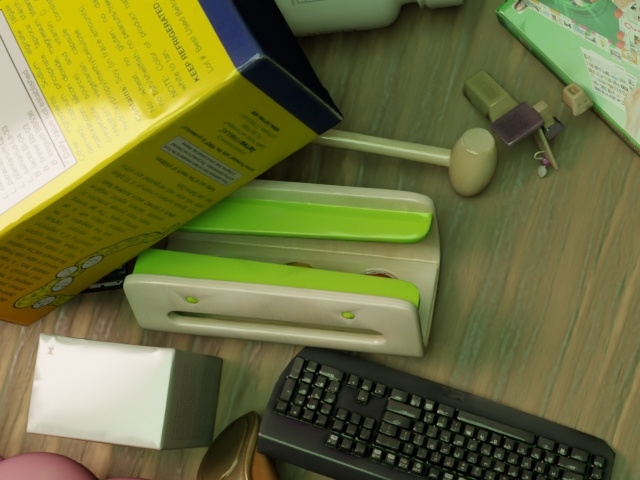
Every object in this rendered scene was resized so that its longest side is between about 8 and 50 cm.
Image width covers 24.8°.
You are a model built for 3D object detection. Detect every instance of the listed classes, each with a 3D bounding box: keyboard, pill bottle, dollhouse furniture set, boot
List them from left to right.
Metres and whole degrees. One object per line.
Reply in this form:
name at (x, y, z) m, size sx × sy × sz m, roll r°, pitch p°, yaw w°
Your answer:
boot at (-0.040, 0.261, 1.351) m, size 0.073 × 0.197 × 0.152 m, roll -37°, pitch 115°, yaw 20°
pill bottle at (0.019, -0.263, 1.385) m, size 0.229 × 0.131 × 0.131 m, roll -5°, pitch 82°, yaw 10°
keyboard at (0.095, 0.216, 1.304) m, size 0.317 × 0.033 × 0.201 m, roll 17°, pitch 59°, yaw 5°
dollhouse furniture set at (0.199, -0.120, 1.388) m, size 0.091 × 0.081 × 0.114 m, roll -35°, pitch 45°, yaw -2°

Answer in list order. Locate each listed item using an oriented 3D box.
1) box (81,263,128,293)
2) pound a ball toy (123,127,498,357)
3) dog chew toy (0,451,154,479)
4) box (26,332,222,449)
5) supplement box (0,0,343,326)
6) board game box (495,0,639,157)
box at (-0.285, -0.035, 1.409) m, size 0.184 × 0.045 × 0.190 m, roll -7°, pitch 67°, yaw -6°
pound a ball toy at (0.000, 0.000, 1.374) m, size 0.319 × 0.135 × 0.208 m, roll 5°, pitch 59°, yaw 11°
dog chew toy at (-0.251, 0.289, 1.338) m, size 0.332 × 0.206 × 0.206 m, roll 21°, pitch 87°, yaw 20°
box at (-0.178, 0.142, 1.350) m, size 0.130 × 0.170 × 0.091 m, roll 6°, pitch 84°, yaw 12°
supplement box at (-0.197, -0.106, 1.247) m, size 0.356 × 0.195 × 0.194 m, roll -32°, pitch 70°, yaw 11°
board game box at (0.350, -0.178, 1.356) m, size 0.213 × 0.046 × 0.317 m, roll -44°, pitch 78°, yaw 4°
